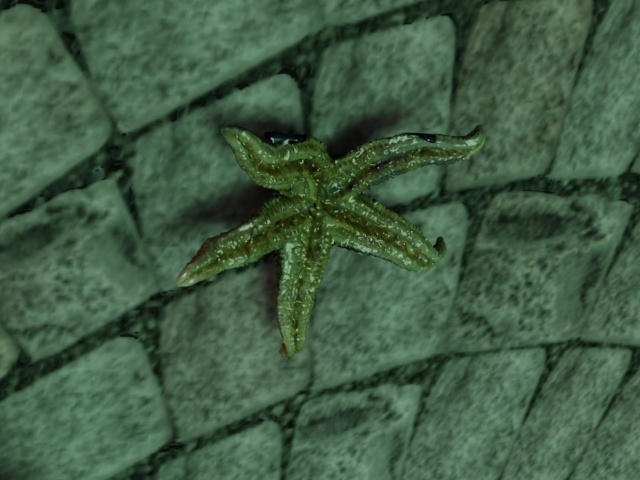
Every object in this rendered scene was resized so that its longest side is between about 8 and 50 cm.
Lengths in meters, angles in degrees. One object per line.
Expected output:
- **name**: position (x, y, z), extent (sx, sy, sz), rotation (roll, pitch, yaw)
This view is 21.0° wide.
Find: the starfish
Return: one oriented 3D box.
- **starfish**: position (0.000, 0.000, 1.005), extent (0.208, 0.053, 0.176), rotation (-1, 123, -35)
